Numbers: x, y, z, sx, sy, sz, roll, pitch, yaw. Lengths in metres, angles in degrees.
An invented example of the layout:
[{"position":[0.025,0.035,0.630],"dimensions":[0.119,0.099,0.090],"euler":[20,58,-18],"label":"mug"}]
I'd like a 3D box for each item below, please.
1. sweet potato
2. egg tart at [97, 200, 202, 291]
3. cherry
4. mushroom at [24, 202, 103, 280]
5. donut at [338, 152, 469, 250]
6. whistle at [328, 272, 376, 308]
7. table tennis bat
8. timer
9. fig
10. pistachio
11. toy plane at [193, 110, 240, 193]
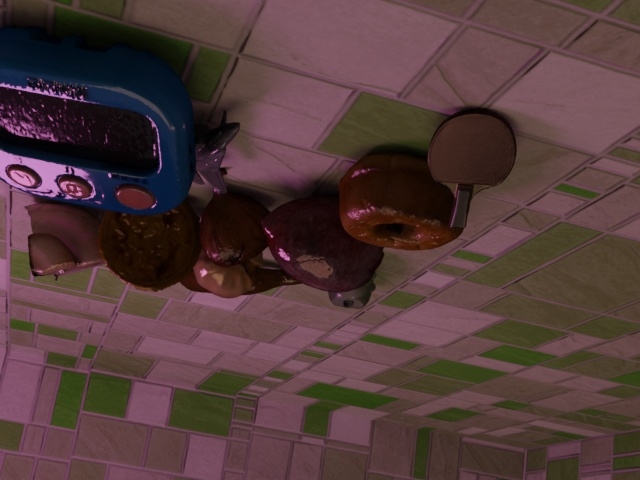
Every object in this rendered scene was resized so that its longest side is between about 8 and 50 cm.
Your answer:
[{"position":[-0.193,0.084,2.223],"dimensions":[0.346,0.079,0.108],"euler":[-1,-173,21],"label":"sweet potato"},{"position":[-0.335,0.001,1.903],"dimensions":[0.202,0.203,0.147],"euler":[12,173,-9],"label":"egg tart"},{"position":[0.000,0.000,1.762],"dimensions":[0.249,0.175,0.192],"euler":[19,172,-30],"label":"cherry"},{"position":[-0.509,-0.017,1.993],"dimensions":[0.173,0.162,0.236],"euler":[-17,180,-5],"label":"mushroom"},{"position":[0.139,-0.061,1.620],"dimensions":[0.226,0.114,0.226],"euler":[7,162,2],"label":"donut"},{"position":[0.066,0.097,2.120],"dimensions":[0.110,0.092,0.244],"euler":[6,159,1],"label":"whistle"},{"position":[0.224,-0.106,1.460],"dimensions":[0.130,0.019,0.220],"euler":[5,132,1],"label":"table tennis bat"},{"position":[-0.350,-0.172,1.421],"dimensions":[0.340,0.115,0.309],"euler":[11,145,3],"label":"timer"},{"position":[-0.178,-0.050,1.798],"dimensions":[0.133,0.146,0.201],"euler":[29,155,50],"label":"fig"},{"position":[-0.194,0.042,1.991],"dimensions":[0.157,0.157,0.229],"euler":[7,167,3],"label":"pistachio"},{"position":[-0.196,-0.153,1.558],"dimensions":[0.212,0.088,0.267],"euler":[18,150,-29],"label":"toy plane"}]
